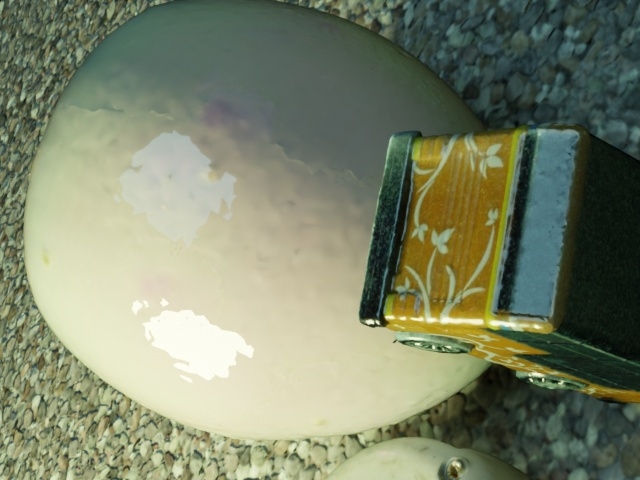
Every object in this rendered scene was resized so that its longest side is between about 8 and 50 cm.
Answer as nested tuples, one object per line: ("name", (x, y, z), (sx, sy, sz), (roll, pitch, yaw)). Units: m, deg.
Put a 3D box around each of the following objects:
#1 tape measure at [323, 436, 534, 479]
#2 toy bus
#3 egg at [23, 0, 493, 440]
("tape measure", (0.063, 0.276, 0.973), (0.265, 0.130, 0.258), (-44, 40, 24))
("toy bus", (0.176, 0.026, 0.844), (0.167, 0.275, 0.138), (-2, 73, 46))
("egg", (0.000, 0.000, 1.024), (0.340, 0.354, 0.354), (19, 89, 33))
